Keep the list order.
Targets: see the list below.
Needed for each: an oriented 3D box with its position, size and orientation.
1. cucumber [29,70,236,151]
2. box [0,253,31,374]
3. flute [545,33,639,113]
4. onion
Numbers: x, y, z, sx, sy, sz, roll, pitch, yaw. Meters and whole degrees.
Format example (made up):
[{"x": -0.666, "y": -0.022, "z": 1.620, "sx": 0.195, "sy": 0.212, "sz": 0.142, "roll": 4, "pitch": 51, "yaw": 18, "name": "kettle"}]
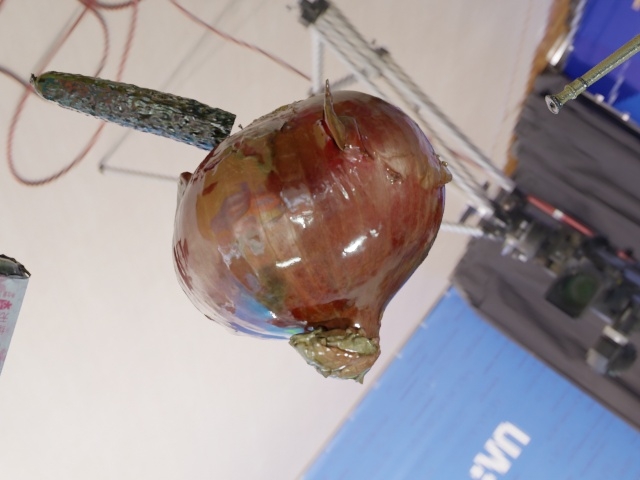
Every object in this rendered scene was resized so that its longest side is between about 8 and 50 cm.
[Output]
[{"x": -0.262, "y": -0.184, "z": 1.481, "sx": 0.067, "sy": 0.294, "sz": 0.067, "roll": -165, "pitch": -90, "yaw": -90, "name": "cucumber"}, {"x": -0.616, "y": 0.193, "z": 1.771, "sx": 0.190, "sy": 0.112, "sz": 0.369, "roll": 9, "pitch": 106, "yaw": -42, "name": "box"}, {"x": 0.364, "y": -0.225, "z": 1.281, "sx": 0.233, "sy": 0.027, "sz": 0.027, "roll": -36, "pitch": 158, "yaw": -8, "name": "flute"}, {"x": -0.014, "y": -0.030, "z": 1.290, "sx": 0.353, "sy": 0.354, "sz": 0.353, "roll": -45, "pitch": 159, "yaw": -23, "name": "onion"}]
